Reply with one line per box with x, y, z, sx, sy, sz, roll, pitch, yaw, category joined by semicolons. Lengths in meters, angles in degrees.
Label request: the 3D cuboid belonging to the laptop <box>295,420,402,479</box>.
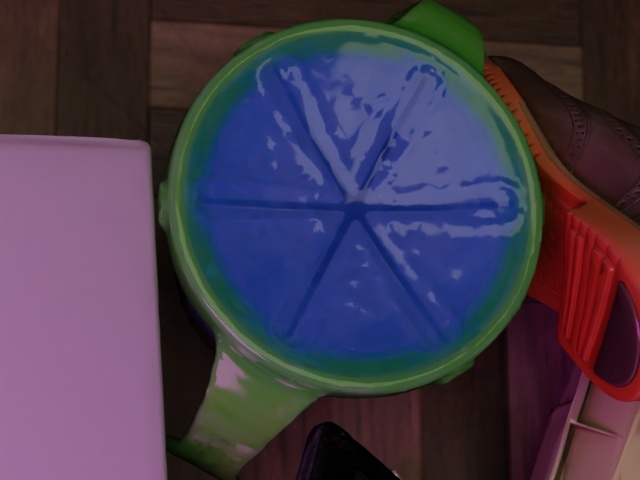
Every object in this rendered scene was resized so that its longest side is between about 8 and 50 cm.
-0.020;0.379;0.903;0.382;0.236;0.407;44;48;-35;laptop

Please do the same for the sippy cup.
0.000;0.000;1.076;0.306;0.224;0.240;-25;84;-17;sippy cup

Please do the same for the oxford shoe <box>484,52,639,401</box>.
0.189;-0.023;1.094;0.133;0.130;0.363;-9;37;-15;oxford shoe

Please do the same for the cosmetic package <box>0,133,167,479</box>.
-0.198;0.181;0.986;0.162;0.230;0.453;1;79;-24;cosmetic package

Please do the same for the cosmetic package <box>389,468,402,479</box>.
0.019;0.215;1.131;0.115;0.041;0.060;-33;87;-16;cosmetic package

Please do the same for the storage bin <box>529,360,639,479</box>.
0.294;0.125;1.167;0.260;0.123;0.262;22;75;-6;storage bin
